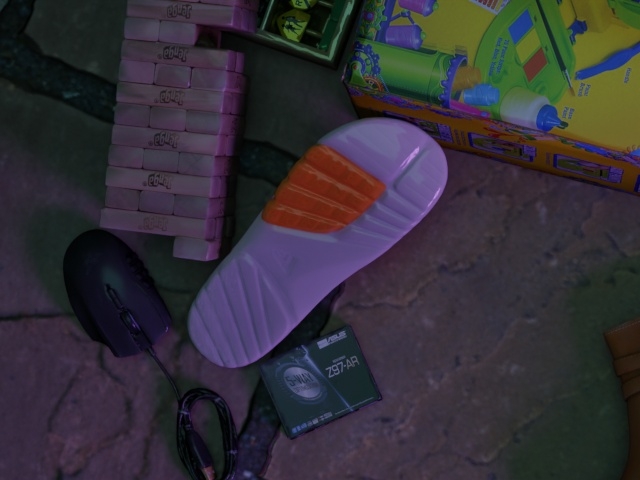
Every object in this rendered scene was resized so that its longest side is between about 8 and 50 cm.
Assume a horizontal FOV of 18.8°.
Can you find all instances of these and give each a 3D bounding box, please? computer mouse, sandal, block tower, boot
[{"bbox_3d":[-0.138,0.097,1.574,0.071,0.041,0.242,-33,81,0],"label":"computer mouse"},{"bbox_3d":[-0.008,-0.007,1.558,0.102,0.076,0.265,45,110,-5],"label":"sandal"},{"bbox_3d":[-0.105,-0.156,1.548,0.097,0.091,0.335,7,94,11],"label":"block tower"},{"bbox_3d":[0.257,0.138,1.509,0.197,0.073,0.152,-27,81,-10],"label":"boot"}]

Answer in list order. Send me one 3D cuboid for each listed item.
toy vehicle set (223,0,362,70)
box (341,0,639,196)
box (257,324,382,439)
[{"bbox_3d":[-0.019,-0.293,1.615,0.166,0.035,0.267,19,85,8],"label":"toy vehicle set"},{"bbox_3d":[0.194,-0.207,1.507,0.279,0.177,0.290,15,84,9],"label":"box"},{"bbox_3d":[0.000,0.115,1.566,0.083,0.018,0.067,-23,81,3],"label":"box"}]
